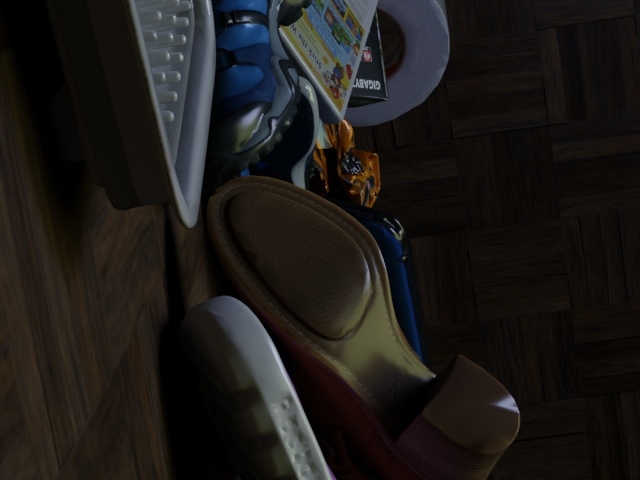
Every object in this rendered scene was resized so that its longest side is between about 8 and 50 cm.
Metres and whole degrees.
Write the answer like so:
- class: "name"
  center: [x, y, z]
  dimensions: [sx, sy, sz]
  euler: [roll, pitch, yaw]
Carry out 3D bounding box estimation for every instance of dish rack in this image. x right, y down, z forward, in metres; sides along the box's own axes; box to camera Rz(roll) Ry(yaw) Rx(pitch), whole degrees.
- class: "dish rack"
  center: [-0.123, -0.196, 0.939]
  dimensions: [0.285, 0.072, 0.333]
  euler: [-91, 172, -58]

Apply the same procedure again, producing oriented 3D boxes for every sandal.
- class: "sandal"
  center: [0.030, 0.217, 1.196]
  dimensions: [0.169, 0.102, 0.416]
  euler: [23, -41, 65]

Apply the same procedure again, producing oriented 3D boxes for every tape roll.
- class: "tape roll"
  center: [0.043, -0.245, 2.040]
  dimensions: [0.072, 0.219, 0.219]
  euler: [-90, 171, -55]

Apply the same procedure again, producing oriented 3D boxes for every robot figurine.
- class: "robot figurine"
  center: [-0.002, -0.130, 1.955]
  dimensions: [0.211, 0.085, 0.291]
  euler: [-65, 142, -58]

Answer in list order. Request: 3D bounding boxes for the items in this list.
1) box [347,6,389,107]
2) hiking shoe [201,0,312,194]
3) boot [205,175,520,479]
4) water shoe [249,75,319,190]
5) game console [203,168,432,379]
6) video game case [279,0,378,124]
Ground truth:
- class: "box"
  center: [-0.015, -0.232, 1.792]
  dimensions: [0.220, 0.051, 0.175]
  euler: [-1, 82, -57]
- class: "hiking shoe"
  center: [-0.087, -0.159, 1.283]
  dimensions: [0.132, 0.113, 0.304]
  euler: [43, 33, -29]
- class: "boot"
  center: [0.006, 0.094, 1.279]
  dimensions: [0.109, 0.283, 0.220]
  euler: [-52, 178, -30]
- class: "water shoe"
  center: [-0.038, -0.104, 1.652]
  dimensions: [0.203, 0.073, 0.080]
  euler: [101, 0, -54]
- class: "game console"
  center: [0.000, 0.000, 1.523]
  dimensions: [0.293, 0.250, 0.173]
  euler: [76, 35, -49]
- class: "video game case"
  center: [-0.018, -0.264, 1.715]
  dimensions: [0.227, 0.026, 0.206]
  euler: [53, 39, -38]
